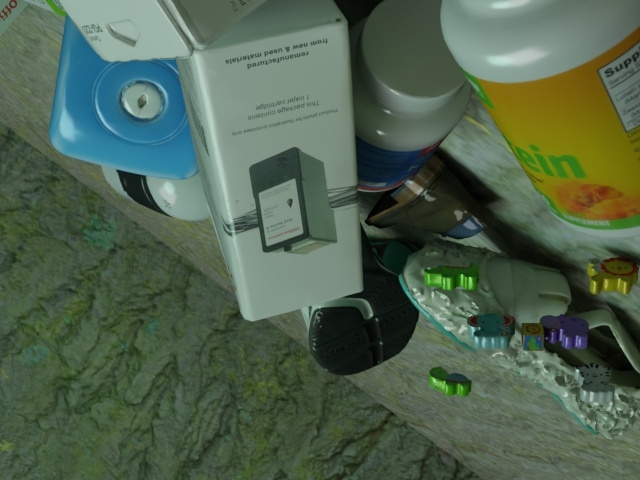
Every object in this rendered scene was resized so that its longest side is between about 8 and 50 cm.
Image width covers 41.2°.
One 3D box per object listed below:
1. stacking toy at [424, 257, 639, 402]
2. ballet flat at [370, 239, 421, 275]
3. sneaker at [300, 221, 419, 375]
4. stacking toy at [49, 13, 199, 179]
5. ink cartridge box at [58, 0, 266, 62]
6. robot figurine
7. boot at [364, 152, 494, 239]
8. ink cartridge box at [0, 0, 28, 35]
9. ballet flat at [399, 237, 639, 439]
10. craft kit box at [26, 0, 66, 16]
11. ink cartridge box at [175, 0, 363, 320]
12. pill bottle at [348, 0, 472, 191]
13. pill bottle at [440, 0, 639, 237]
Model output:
[{"bbox_3d":[0.226,0.097,0.938,0.221,0.052,0.166,0,122,8],"label":"stacking toy"},{"bbox_3d":[0.119,0.042,1.338,0.087,0.083,0.247,15,178,-29],"label":"ballet flat"},{"bbox_3d":[0.001,-0.001,1.220,0.257,0.169,0.447,64,180,39],"label":"sneaker"},{"bbox_3d":[-0.186,-0.208,0.936,0.166,0.175,0.301,11,-151,-14],"label":"stacking toy"},{"bbox_3d":[-0.054,-0.210,0.534,0.159,0.218,0.092,15,144,55],"label":"ink cartridge box"},{"bbox_3d":[-0.244,-0.132,1.385,0.209,0.173,0.278,0,-165,-42],"label":"robot figurine"},{"bbox_3d":[0.125,-0.029,1.036,0.106,0.082,0.219,38,164,-2],"label":"boot"},{"bbox_3d":[-0.597,-0.396,1.333,0.093,0.160,0.219,22,162,44],"label":"ink cartridge box"},{"bbox_3d":[0.283,0.102,1.052,0.409,0.147,0.147,35,168,-24],"label":"ballet flat"},{"bbox_3d":[-0.428,-0.409,1.118,0.250,0.061,0.246,26,167,33],"label":"craft kit box"},{"bbox_3d":[-0.050,-0.099,0.726,0.198,0.115,0.272,-114,13,-46],"label":"ink cartridge box"},{"bbox_3d":[0.063,-0.127,0.758,0.124,0.124,0.221,35,168,1],"label":"pill bottle"},{"bbox_3d":[0.158,-0.122,0.523,0.136,0.136,0.245,20,160,47],"label":"pill bottle"}]
